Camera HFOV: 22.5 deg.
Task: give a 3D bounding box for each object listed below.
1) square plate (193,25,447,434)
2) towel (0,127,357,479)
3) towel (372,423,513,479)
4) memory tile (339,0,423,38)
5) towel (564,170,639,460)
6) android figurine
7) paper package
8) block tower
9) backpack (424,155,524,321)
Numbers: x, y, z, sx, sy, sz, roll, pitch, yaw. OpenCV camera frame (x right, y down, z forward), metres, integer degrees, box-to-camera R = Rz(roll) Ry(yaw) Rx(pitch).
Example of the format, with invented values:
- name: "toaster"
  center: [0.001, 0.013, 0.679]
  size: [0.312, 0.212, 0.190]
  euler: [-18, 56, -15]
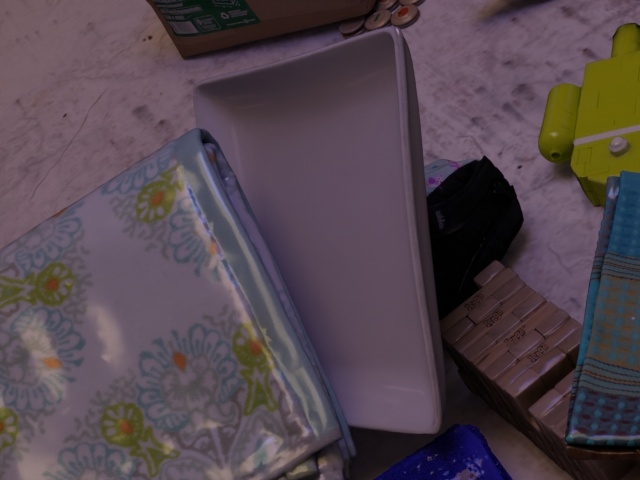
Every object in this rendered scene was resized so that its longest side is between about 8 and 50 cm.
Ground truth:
- name: "square plate"
  center: [0.000, 0.000, 1.482]
  size: [0.049, 0.344, 0.347]
  euler: [-7, 0, -34]
- name: "towel"
  center: [-0.168, 0.122, 1.475]
  size: [0.320, 0.090, 0.374]
  euler: [-30, 64, 10]
- name: "towel"
  center: [0.037, 0.291, 1.326]
  size: [0.308, 0.076, 0.227]
  euler: [-33, 35, 2]
- name: "memory tile"
  center: [0.088, -0.312, 2.021]
  size: [0.113, 0.012, 0.148]
  euler: [-7, 45, 33]
- name: "towel"
  center: [0.348, 0.045, 1.298]
  size: [0.271, 0.040, 0.370]
  euler: [-3, 34, 19]
- name: "android figurine"
  center: [0.335, -0.127, 1.587]
  size: [0.248, 0.056, 0.273]
  euler: [-10, 41, 29]
- name: "paper package"
  center: [-0.053, -0.416, 2.107]
  size: [0.325, 0.168, 0.309]
  euler: [-6, 44, 36]
- name: "block tower"
  center: [0.220, 0.140, 1.342]
  size: [0.097, 0.091, 0.335]
  euler: [-38, 36, -7]
- name: "backpack"
  center: [0.109, -0.004, 1.555]
  size: [0.115, 0.152, 0.182]
  euler: [6, 46, 46]
